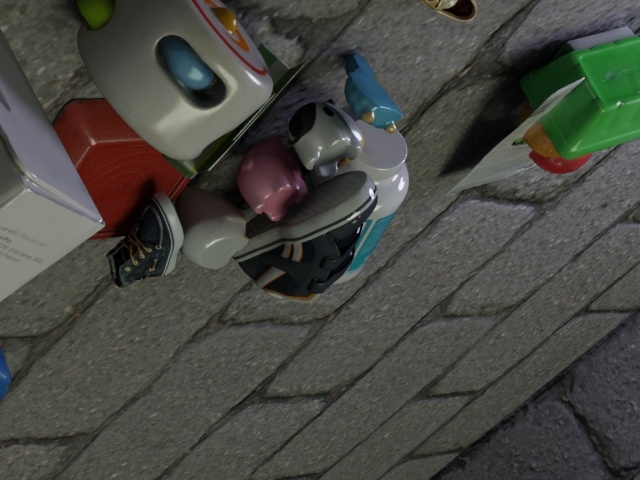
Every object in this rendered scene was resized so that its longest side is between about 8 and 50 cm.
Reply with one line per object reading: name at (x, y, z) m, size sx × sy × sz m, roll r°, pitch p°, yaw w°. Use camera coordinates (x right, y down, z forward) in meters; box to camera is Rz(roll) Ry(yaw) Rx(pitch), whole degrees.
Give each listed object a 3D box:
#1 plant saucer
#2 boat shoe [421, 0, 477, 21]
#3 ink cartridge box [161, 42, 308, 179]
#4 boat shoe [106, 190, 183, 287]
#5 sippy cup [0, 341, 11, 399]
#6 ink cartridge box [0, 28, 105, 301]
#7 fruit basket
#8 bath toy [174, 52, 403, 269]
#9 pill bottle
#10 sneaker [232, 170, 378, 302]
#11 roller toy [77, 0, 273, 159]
plant saucer at (-0.258, -0.079, 1.864) m, size 0.258 × 0.047 × 0.259 m, roll -7°, pitch 146°, yaw -45°
boat shoe at (0.155, -0.320, 1.866) m, size 0.063 × 0.059 × 0.170 m, roll -40°, pitch 156°, yaw 21°
ink cartridge box at (-0.105, -0.152, 1.704) m, size 0.171 × 0.056 × 0.235 m, roll -49°, pitch -174°, yaw -6°
boat shoe at (-0.231, 0.006, 1.923) m, size 0.083 × 0.065 × 0.183 m, roll -24°, pitch 157°, yaw -20°
sippy cup at (-0.484, 0.112, 1.744) m, size 0.240 × 0.224 × 0.305 m, roll -28°, pitch 157°, yaw -10°
ink cartridge box at (-0.448, -0.032, 1.412) m, size 0.395 × 0.285 × 0.166 m, roll -35°, pitch 159°, yaw 9°
fruit basket at (0.399, -0.198, 2.357) m, size 0.327 × 0.165 × 0.353 m, roll -17°, pitch 169°, yaw -29°
bath toy at (-0.058, -0.102, 1.963) m, size 0.348 × 0.129 × 0.151 m, roll -37°, pitch 155°, yaw 11°
pill bottle at (0.039, -0.061, 2.139) m, size 0.146 × 0.146 × 0.264 m, roll -17°, pitch 153°, yaw -31°
sneaker at (0.000, 0.000, 2.017) m, size 0.126 × 0.127 × 0.321 m, roll -46°, pitch -167°, yaw -30°
roller toy at (-0.148, -0.195, 1.573) m, size 0.146 × 0.191 × 0.209 m, roll -37°, pitch 156°, yaw 12°
